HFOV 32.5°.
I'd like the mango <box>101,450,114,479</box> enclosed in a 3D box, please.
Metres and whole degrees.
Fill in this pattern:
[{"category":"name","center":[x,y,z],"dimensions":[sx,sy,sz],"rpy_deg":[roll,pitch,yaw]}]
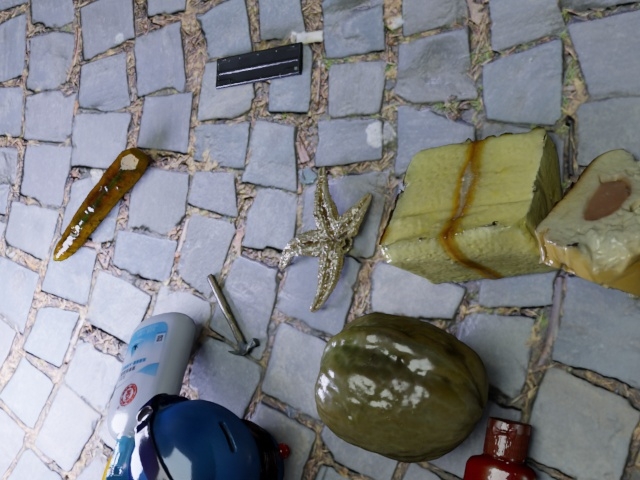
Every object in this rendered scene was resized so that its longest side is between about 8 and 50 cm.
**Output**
[{"category":"mango","center":[-0.320,0.522,2.019],"dimensions":[0.199,0.201,0.350],"rpy_deg":[-23,59,-4]}]

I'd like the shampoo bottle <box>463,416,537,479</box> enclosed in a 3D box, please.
[{"category":"shampoo bottle","center":[0.270,0.437,1.720],"dimensions":[0.118,0.076,0.314],"rpy_deg":[8,86,34]}]

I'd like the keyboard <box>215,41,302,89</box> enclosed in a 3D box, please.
[{"category":"keyboard","center":[-0.121,-0.337,2.128],"dimensions":[0.202,0.011,0.067],"rpy_deg":[-5,78,32]}]

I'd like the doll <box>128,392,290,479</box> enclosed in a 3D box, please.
[{"category":"doll","center":[-0.197,0.394,1.884],"dimensions":[0.240,0.310,0.284],"rpy_deg":[-39,64,19]}]

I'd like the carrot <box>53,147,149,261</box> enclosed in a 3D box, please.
[{"category":"carrot","center":[-0.463,-0.067,2.277],"dimensions":[0.314,0.066,0.066],"rpy_deg":[-49,61,21]}]

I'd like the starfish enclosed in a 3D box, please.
[{"category":"starfish","center":[-0.002,-0.001,1.978],"dimensions":[0.138,0.050,0.247],"rpy_deg":[28,95,34]}]

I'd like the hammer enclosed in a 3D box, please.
[{"category":"hammer","center":[-0.178,0.142,2.086],"dimensions":[0.062,0.017,0.182],"rpy_deg":[-40,62,21]}]

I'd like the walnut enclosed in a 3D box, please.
[{"category":"walnut","center":[0.128,0.239,1.755],"dimensions":[0.283,0.227,0.283],"rpy_deg":[15,131,18]}]

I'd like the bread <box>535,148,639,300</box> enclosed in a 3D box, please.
[{"category":"bread","center":[0.428,-0.031,1.615],"dimensions":[0.184,0.211,0.224],"rpy_deg":[15,96,40]}]

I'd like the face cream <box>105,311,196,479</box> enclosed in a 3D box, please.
[{"category":"face cream","center":[-0.326,0.296,2.035],"dimensions":[0.163,0.080,0.336],"rpy_deg":[-21,44,37]}]

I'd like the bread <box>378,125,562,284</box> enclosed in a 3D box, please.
[{"category":"bread","center":[0.238,-0.072,1.762],"dimensions":[0.263,0.198,0.236],"rpy_deg":[-9,70,29]}]
